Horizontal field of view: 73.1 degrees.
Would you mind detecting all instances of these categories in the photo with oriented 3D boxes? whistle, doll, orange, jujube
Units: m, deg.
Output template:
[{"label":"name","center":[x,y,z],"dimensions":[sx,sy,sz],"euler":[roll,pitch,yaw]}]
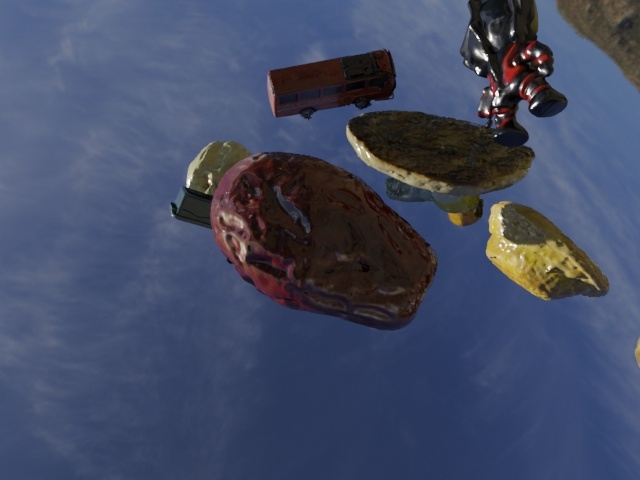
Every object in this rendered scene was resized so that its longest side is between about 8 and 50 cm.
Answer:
[{"label":"whistle","center":[0.237,-0.117,0.894],"dimensions":[0.222,0.123,0.123],"euler":[2,-140,26]},{"label":"doll","center":[0.242,-0.246,0.570],"dimensions":[0.088,0.127,0.249],"euler":[21,-130,-43]},{"label":"orange","center":[0.606,-0.133,1.795],"dimensions":[0.134,0.157,0.156],"euler":[20,-144,37]},{"label":"jujube","center":[0.000,0.000,0.548],"dimensions":[0.290,0.197,0.197],"euler":[27,-134,9]}]

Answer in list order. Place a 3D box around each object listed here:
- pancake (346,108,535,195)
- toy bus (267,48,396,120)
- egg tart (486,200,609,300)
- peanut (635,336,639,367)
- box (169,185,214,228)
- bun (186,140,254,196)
[{"label":"pancake","center":[0.229,-0.186,0.841],"dimensions":[0.355,0.065,0.356],"euler":[1,-144,-1]},{"label":"toy bus","center":[0.023,-0.279,0.773],"dimensions":[0.234,0.096,0.074],"euler":[-13,-101,-5]},{"label":"egg tart","center":[0.486,0.044,0.982],"dimensions":[0.319,0.128,0.319],"euler":[42,-172,-7]},{"label":"peanut","center":[0.466,0.117,0.454],"dimensions":[0.103,0.229,0.098],"euler":[0,-107,-35]},{"label":"box","center":[-0.240,-0.066,0.850],"dimensions":[0.099,0.054,0.074],"euler":[17,-168,-31]},{"label":"bun","center":[-0.232,-0.129,1.028],"dimensions":[0.220,0.220,0.134],"euler":[47,-156,12]}]
